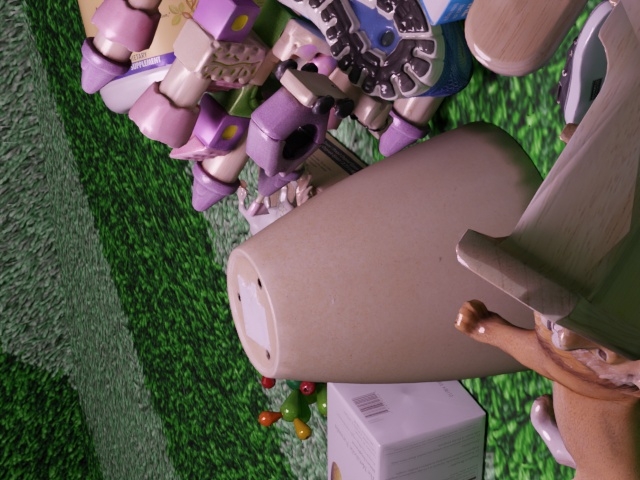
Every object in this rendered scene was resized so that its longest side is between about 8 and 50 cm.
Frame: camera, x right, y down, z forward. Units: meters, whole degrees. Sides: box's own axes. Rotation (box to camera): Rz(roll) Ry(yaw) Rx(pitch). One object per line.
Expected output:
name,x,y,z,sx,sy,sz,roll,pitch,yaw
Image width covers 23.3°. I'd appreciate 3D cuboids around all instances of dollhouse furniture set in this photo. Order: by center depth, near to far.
dollhouse furniture set,0.066,-0.149,0.868,0.394,0.256,0.362,34,-176,25

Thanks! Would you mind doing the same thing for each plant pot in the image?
plant pot,0.058,0.039,1.507,0.256,0.274,0.256,165,90,-70

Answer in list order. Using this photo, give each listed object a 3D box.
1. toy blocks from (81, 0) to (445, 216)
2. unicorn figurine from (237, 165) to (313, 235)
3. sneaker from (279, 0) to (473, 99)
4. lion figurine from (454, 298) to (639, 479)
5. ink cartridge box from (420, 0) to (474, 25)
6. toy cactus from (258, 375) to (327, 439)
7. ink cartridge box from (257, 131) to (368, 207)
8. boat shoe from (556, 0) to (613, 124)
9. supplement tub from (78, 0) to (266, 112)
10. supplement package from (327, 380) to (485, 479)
toy blocks,-0.072,-0.121,1.590,0.309,0.288,0.260,47,116,30
unicorn figurine,-0.053,-0.025,1.804,0.162,0.060,0.111,148,108,-67
sneaker,0.034,-0.251,1.515,0.130,0.147,0.330,-44,62,21
lion figurine,0.243,0.156,1.348,0.240,0.142,0.392,25,142,46
ink cartridge box,0.158,-0.260,1.157,0.086,0.203,0.148,121,132,-64
toy cactus,-0.039,0.163,2.105,0.219,0.112,0.181,-138,48,-69
ink cartridge box,0.000,0.000,1.889,0.193,0.088,0.235,44,141,52
boat shoe,0.222,-0.149,1.284,0.142,0.049,0.040,97,151,-49
supplement tub,-0.191,-0.343,1.938,0.241,0.241,0.331,174,82,-69
supplement package,0.094,0.271,1.762,0.139,0.134,0.244,-131,33,-51
